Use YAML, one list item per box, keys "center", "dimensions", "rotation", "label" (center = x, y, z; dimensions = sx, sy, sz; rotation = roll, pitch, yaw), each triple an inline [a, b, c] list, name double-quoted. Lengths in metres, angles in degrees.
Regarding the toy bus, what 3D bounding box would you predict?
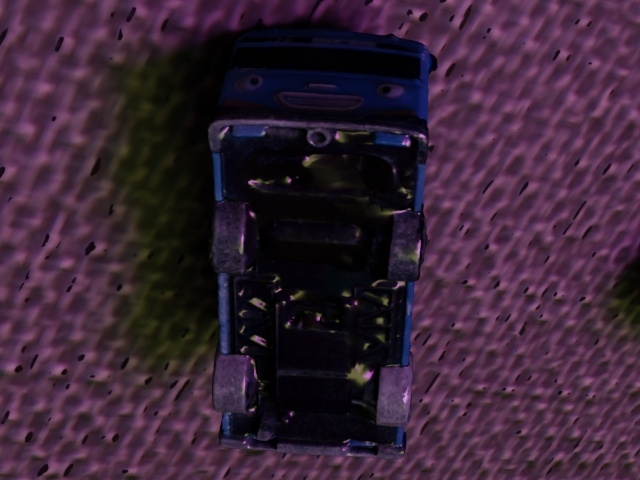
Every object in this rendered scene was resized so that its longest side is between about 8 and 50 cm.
- center: [0.000, 0.000, 0.623]
  dimensions: [0.090, 0.106, 0.184]
  rotation: [5, 131, 3]
  label: "toy bus"
